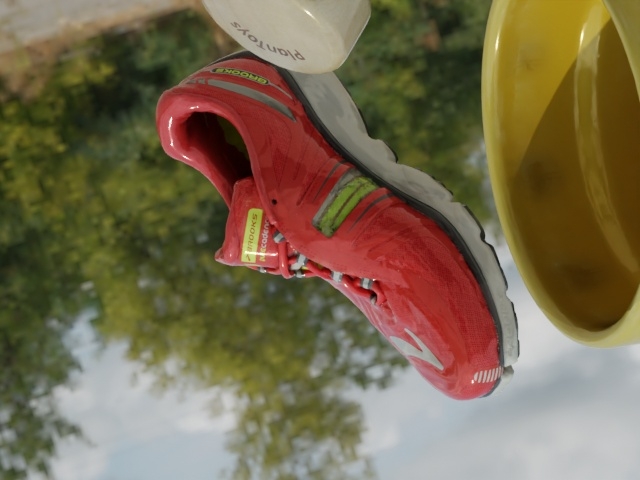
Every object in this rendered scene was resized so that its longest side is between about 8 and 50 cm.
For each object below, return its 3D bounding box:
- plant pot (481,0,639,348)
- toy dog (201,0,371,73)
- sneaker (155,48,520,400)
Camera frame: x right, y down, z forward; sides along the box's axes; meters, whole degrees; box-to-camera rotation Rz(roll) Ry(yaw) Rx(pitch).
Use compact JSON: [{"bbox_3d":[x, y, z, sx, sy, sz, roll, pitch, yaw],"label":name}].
[{"bbox_3d":[0.256,-0.075,1.001,0.239,0.254,0.254,-9,-176,-14],"label":"plant pot"},{"bbox_3d":[0.011,-0.199,0.691,0.161,0.220,0.334,16,176,26],"label":"toy dog"},{"bbox_3d":[0.000,0.000,0.931,0.118,0.279,0.107,-23,147,-33],"label":"sneaker"}]
